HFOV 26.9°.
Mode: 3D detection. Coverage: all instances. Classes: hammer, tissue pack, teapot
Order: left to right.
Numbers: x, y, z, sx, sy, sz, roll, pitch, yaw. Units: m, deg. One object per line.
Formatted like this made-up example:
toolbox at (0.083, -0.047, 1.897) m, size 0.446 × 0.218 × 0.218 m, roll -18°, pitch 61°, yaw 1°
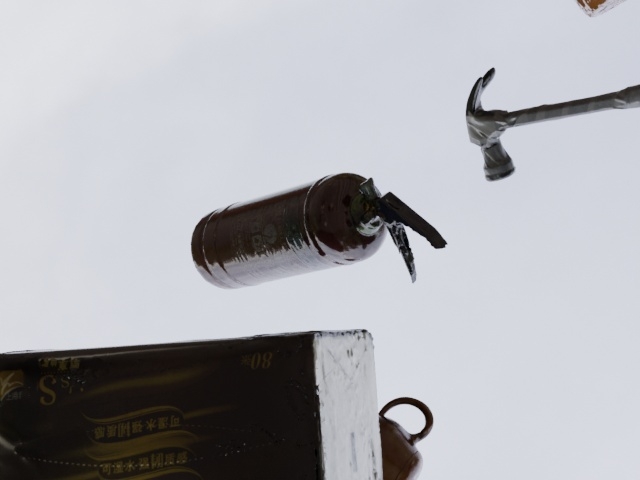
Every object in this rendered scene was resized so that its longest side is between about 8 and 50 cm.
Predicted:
tissue pack at (-0.127, 0.199, 1.336) m, size 0.370 × 0.198 × 0.209 m, roll -6°, pitch -99°, yaw 20°
teapot at (0.078, 0.266, 1.593) m, size 0.116 × 0.116 × 0.173 m, roll 22°, pitch -106°, yaw 46°
hammer at (0.378, -0.172, 1.734) m, size 0.427 × 0.152 × 0.044 m, roll -6°, pitch -160°, yaw 36°

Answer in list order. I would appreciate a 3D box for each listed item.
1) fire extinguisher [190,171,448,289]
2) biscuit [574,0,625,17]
fire extinguisher at (0.000, 0.000, 1.491) m, size 0.344 × 0.138 × 0.102 m, roll -12°, pitch -162°, yaw 49°
biscuit at (0.133, -0.110, 0.425) m, size 0.130 × 0.019 × 0.102 m, roll -31°, pitch 178°, yaw -16°
